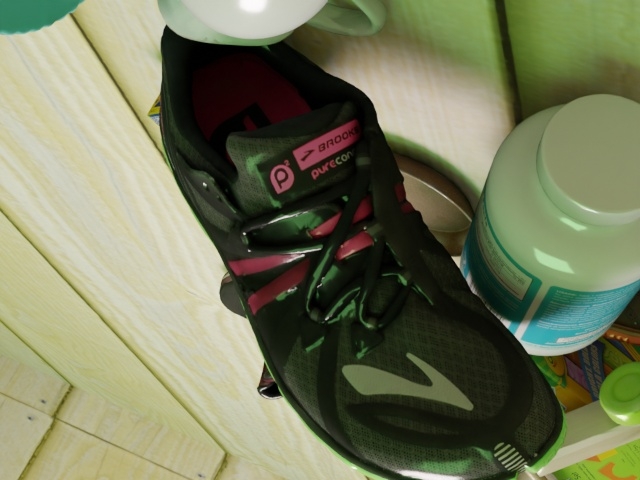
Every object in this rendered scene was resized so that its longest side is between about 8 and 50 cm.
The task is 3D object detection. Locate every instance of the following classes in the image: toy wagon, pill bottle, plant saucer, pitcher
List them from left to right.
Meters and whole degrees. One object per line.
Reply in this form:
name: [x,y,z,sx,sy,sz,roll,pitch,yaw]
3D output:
pitcher: [-0.025,-0.193,0.859,0.178,0.125,0.207,9,173,-9]
plant saucer: [0.083,-0.041,1.198,0.168,0.029,0.168,25,161,9]
pill bottle: [0.194,-0.012,0.950,0.146,0.146,0.264,25,160,8]
toy wagon: [0.250,0.247,1.128,0.344,0.068,0.267,-27,123,21]

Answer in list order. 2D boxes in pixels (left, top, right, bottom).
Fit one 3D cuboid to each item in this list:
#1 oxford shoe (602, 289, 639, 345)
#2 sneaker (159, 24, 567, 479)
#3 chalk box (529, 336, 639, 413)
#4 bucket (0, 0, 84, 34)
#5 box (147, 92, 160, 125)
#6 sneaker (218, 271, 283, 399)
oxford shoe: [0.307,0.052,1.076,0.097,0.098,0.271,8,-170,-35]
sneaker: [0.000,0.000,0.954,0.483,0.185,0.202,50,169,24]
chalk box: [0.180,0.139,1.201,0.289,0.179,0.180,36,122,-23]
bucket: [-0.259,-0.260,0.775,0.183,0.281,0.281,13,156,27]
box: [-0.090,-0.100,1.241,0.169,0.054,0.059,40,157,-30]
sneaker: [-0.066,0.127,1.608,0.281,0.162,0.106,3,149,49]
